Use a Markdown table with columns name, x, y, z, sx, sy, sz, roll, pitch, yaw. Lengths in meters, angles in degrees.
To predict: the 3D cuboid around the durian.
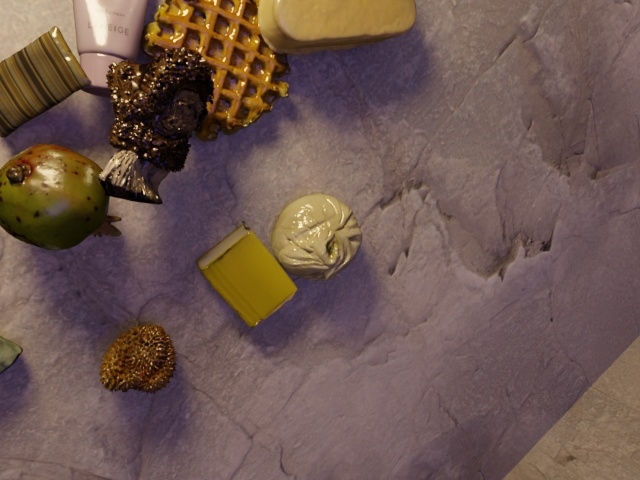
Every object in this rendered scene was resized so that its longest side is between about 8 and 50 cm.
| name | x | y | z | sx | sy | sz | roll | pitch | yaw |
| --- | --- | --- | --- | --- | --- | --- | --- | --- | --- |
| durian | -0.403 | 0.271 | 1.088 | 0.158 | 0.136 | 0.168 | 43 | 70 | -50 |

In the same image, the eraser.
| name | x | y | z | sx | sy | sz | roll | pitch | yaw |
| --- | --- | --- | --- | --- | --- | --- | --- | --- | --- |
| eraser | -0.175 | 0.089 | 1.175 | 0.158 | 0.069 | 0.226 | -41 | 119 | -9 |

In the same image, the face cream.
| name | x | y | z | sx | sy | sz | roll | pitch | yaw |
| --- | --- | --- | --- | --- | --- | --- | --- | --- | --- |
| face cream | -0.394 | -0.412 | 0.902 | 0.153 | 0.096 | 0.274 | 3 | 94 | -18 |

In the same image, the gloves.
| name | x | y | z | sx | sy | sz | roll | pitch | yaw |
| --- | --- | --- | --- | --- | --- | --- | --- | --- | --- |
| gloves | -0.309 | -0.214 | 0.895 | 0.313 | 0.135 | 0.210 | -61 | 155 | -2 |

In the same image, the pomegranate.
| name | x | y | z | sx | sy | sz | roll | pitch | yaw |
| --- | --- | --- | --- | --- | --- | --- | --- | --- | --- |
| pomegranate | -0.473 | -0.072 | 0.908 | 0.245 | 0.198 | 0.198 | 25 | 94 | -40 |

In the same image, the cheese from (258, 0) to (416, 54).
| name | x | y | z | sx | sy | sz | roll | pitch | yaw |
| --- | --- | --- | --- | --- | --- | --- | --- | --- | --- |
| cheese | 0.011 | -0.536 | 1.014 | 0.383 | 0.104 | 0.385 | -6 | 101 | -34 |

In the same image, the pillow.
| name | x | y | z | sx | sy | sz | roll | pitch | yaw |
| --- | --- | --- | --- | --- | --- | --- | --- | --- | --- |
| pillow | -0.520 | -0.281 | 0.862 | 0.203 | 0.038 | 0.113 | -26 | 102 | 8 |

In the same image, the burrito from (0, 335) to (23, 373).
| name | x | y | z | sx | sy | sz | roll | pitch | yaw |
| --- | --- | --- | --- | --- | --- | --- | --- | --- | --- |
| burrito | -0.705 | 0.194 | 0.909 | 0.144 | 0.089 | 0.229 | -39 | 135 | -16 |

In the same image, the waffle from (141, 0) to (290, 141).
| name | x | y | z | sx | sy | sz | roll | pitch | yaw |
| --- | --- | --- | --- | --- | --- | --- | --- | --- | --- |
| waffle | -0.214 | -0.378 | 1.008 | 0.324 | 0.068 | 0.302 | -33 | 118 | -16 |

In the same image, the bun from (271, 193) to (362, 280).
| name | x | y | z | sx | sy | sz | roll | pitch | yaw |
| --- | --- | --- | --- | --- | --- | --- | --- | --- | --- |
| bun | 0.000 | 0.000 | 1.196 | 0.229 | 0.145 | 0.230 | -9 | 113 | -22 |
